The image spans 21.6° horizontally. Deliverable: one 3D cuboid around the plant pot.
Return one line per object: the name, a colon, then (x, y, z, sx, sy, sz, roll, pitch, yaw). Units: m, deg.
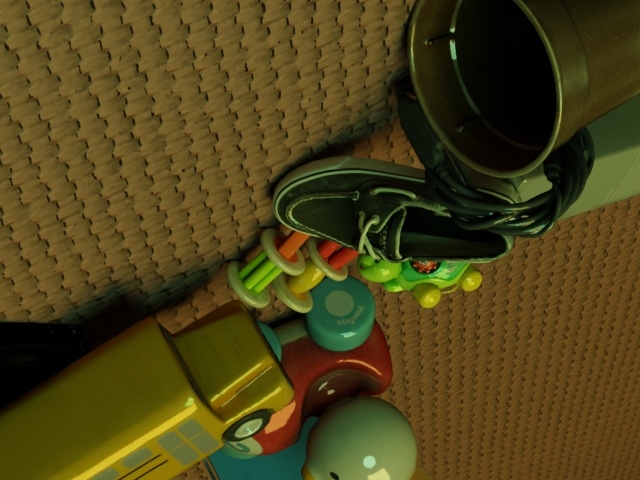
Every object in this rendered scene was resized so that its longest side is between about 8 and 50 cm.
plant pot: (0.184, -0.154, 1.338, 0.165, 0.167, 0.167, -24, 157, -34)

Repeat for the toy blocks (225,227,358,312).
toy blocks: (0.000, 0.000, 1.537, 0.148, 0.054, 0.123, -43, 153, 23)

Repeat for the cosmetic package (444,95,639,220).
cosmetic package: (0.228, -0.098, 1.523, 0.238, 0.127, 0.107, -17, 152, -31)

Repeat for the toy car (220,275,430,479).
toy car: (0.007, 0.200, 1.709, 0.210, 0.238, 0.219, -24, 155, -15)

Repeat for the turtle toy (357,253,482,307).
turtle toy: (0.094, 0.014, 1.646, 0.130, 0.095, 0.066, -20, 133, -24)

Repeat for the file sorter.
file sorter: (-0.041, 0.236, 1.877, 0.170, 0.118, 0.104, -24, 158, -14)

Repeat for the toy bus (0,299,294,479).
toy bus: (-0.194, 0.171, 1.483, 0.333, 0.108, 0.130, -32, 154, 0)

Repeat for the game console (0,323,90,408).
game console: (-0.247, 0.156, 1.569, 0.213, 0.044, 0.361, -43, 154, 27)

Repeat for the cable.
cable: (0.153, -0.079, 1.397, 0.150, 0.184, 0.047, -16, 149, -22)

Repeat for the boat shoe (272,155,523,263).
boat shoe: (0.060, -0.021, 1.422, 0.219, 0.070, 0.078, 2, 126, 15)
